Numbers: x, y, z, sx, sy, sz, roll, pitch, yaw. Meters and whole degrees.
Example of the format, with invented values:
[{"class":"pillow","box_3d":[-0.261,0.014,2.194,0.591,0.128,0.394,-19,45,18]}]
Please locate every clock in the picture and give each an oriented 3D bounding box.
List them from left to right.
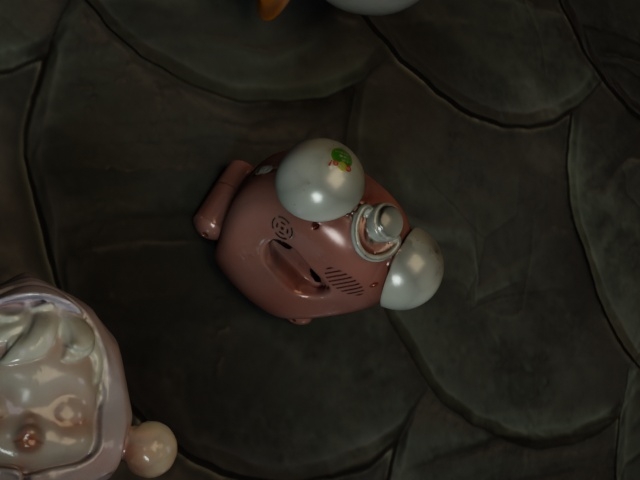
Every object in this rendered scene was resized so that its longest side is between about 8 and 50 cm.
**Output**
[{"class":"clock","box_3d":[0.000,0.000,1.269,0.166,0.162,0.093,46,56,-25]}]

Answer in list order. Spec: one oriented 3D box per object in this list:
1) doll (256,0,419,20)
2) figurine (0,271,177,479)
[{"class":"doll","box_3d":[0.006,-0.296,1.333,0.221,0.221,0.251,8,108,-42]},{"class":"figurine","box_3d":[-0.197,0.153,1.072,0.200,0.133,0.276,4,80,-13]}]
